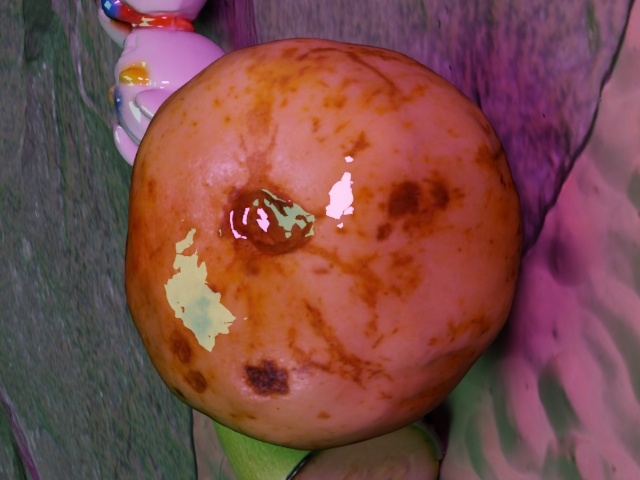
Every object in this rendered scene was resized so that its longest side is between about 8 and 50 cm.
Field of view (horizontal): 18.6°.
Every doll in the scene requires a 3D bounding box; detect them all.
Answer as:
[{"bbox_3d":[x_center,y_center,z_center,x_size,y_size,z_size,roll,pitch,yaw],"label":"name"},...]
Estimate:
[{"bbox_3d":[-0.121,-0.215,1.343,0.188,0.099,0.384,133,126,-60],"label":"doll"}]

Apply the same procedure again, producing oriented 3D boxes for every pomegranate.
[{"bbox_3d":[0.000,0.000,1.025,0.215,0.215,0.215,37,133,56],"label":"pomegranate"}]

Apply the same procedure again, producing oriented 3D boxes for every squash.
[{"bbox_3d":[-0.014,0.096,1.199,0.186,0.123,0.123,56,147,40],"label":"squash"}]
